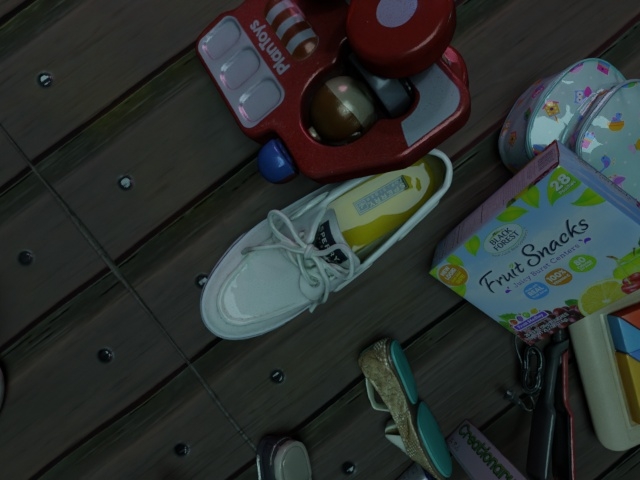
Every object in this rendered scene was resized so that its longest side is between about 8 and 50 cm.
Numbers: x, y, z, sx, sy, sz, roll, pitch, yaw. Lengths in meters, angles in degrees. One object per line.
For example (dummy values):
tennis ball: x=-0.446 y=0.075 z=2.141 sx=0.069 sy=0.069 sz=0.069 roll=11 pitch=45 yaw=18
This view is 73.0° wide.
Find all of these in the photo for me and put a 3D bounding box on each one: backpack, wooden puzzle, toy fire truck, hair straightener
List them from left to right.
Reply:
toy fire truck: x=0.008 y=-0.194 z=0.489 sx=0.253 sy=0.169 sz=0.302 roll=-36 pitch=71 yaw=16
hair straightener: x=0.297 y=0.205 z=0.582 sx=0.088 sy=0.047 sz=0.231 roll=9 pitch=83 yaw=-7
backpack: x=0.333 y=-0.124 z=0.538 sx=0.188 sy=0.144 sz=0.166 roll=34 pitch=96 yaw=-1
wooden puzzle: x=0.478 y=0.156 z=0.599 sx=0.238 sy=0.044 sz=0.221 roll=-16 pitch=94 yaw=-6

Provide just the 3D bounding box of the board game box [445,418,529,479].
board game box: x=0.269 y=0.342 z=0.473 sx=0.053 sy=0.305 sz=0.193 roll=-44 pitch=95 yaw=-2

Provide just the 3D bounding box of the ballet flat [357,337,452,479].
ballet flat: x=0.110 y=0.230 z=0.588 sx=0.067 sy=0.073 sz=0.206 roll=-23 pitch=91 yaw=26

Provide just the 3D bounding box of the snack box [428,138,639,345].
snack box: x=0.265 y=0.014 z=0.518 sx=0.174 sy=0.070 sz=0.207 roll=36 pitch=132 yaw=-5

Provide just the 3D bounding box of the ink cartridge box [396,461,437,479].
ink cartridge box: x=0.098 y=0.417 z=0.597 sx=0.207 sy=0.046 sz=0.097 roll=-44 pitch=93 yaw=1

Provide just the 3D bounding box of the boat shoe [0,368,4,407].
boat shoe: x=-0.486 y=0.254 z=0.541 sx=0.079 sy=0.081 sz=0.228 roll=31 pitch=91 yaw=-4

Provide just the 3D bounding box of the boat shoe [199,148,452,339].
boat shoe: x=0.006 y=0.007 z=0.517 sx=0.366 sy=0.156 sz=0.136 roll=-32 pitch=94 yaw=-1

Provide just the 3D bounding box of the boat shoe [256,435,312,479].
boat shoe: x=-0.047 y=0.363 z=0.591 sx=0.064 sy=0.075 sz=0.206 roll=1 pitch=101 yaw=40
